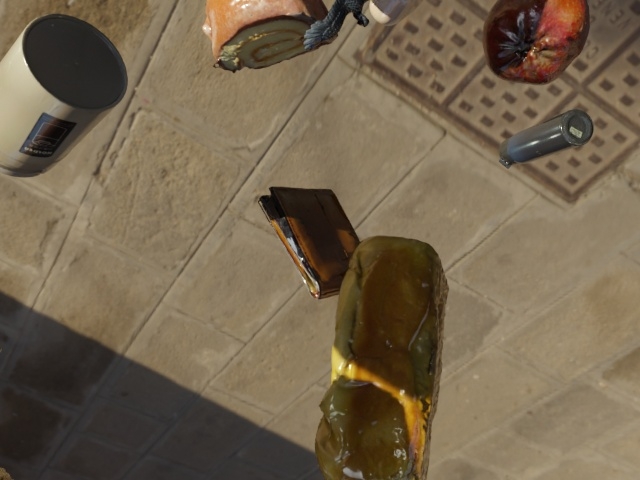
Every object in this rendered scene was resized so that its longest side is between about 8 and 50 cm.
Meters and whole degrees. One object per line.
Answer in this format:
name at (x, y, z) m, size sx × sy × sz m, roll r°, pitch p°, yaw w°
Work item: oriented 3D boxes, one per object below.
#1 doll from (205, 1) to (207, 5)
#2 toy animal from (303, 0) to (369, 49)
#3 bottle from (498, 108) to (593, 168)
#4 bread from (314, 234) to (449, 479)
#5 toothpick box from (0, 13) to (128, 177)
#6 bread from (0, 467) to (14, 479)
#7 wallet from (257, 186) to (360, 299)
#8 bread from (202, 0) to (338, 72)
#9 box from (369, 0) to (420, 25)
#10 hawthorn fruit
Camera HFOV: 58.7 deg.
doll at (-0.218, -0.591, 1.431) m, size 0.139 × 0.165 × 0.057 m, roll -6°, pitch 119°, yaw -12°
toy animal at (0.050, -0.400, 0.934) m, size 0.220 × 0.062 × 0.108 m, roll -34°, pitch 110°, yaw -6°
bottle at (0.460, -0.209, 1.189) m, size 0.072 × 0.082 × 0.244 m, roll 35°, pitch 169°, yaw -9°
bread at (0.078, 0.150, 0.677) m, size 0.132 × 0.294 × 0.167 m, roll 8°, pitch 156°, yaw 11°
toothpick box at (-0.301, -0.150, 0.619) m, size 0.181 × 0.111 × 0.111 m, roll -22°, pitch 126°, yaw 41°
bread at (-0.256, 0.173, 0.317) m, size 0.134 × 0.129 × 0.260 m, roll 12°, pitch 151°, yaw 19°
wallet at (-0.001, 0.002, 0.913) m, size 0.042 × 0.195 × 0.161 m, roll -40°, pitch 159°, yaw 34°
bread at (-0.112, -0.421, 1.087) m, size 0.244 × 0.122 × 0.190 m, roll -15°, pitch 168°, yaw 20°
box at (0.192, -0.577, 1.320) m, size 0.088 × 0.200 × 0.146 m, roll 43°, pitch 138°, yaw 0°
hawthorn fruit at (0.552, -0.538, 1.433) m, size 0.254 × 0.300 × 0.254 m, roll 23°, pitch 136°, yaw 23°
